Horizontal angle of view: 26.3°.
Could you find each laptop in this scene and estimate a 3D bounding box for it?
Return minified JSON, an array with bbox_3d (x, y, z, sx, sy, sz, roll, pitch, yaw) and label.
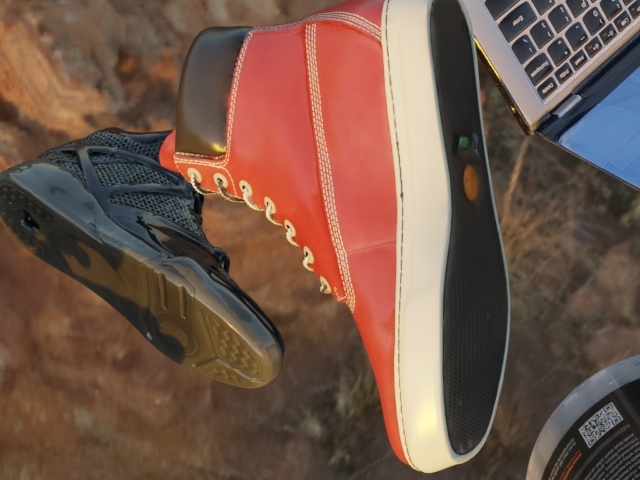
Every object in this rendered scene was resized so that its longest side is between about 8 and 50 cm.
[{"bbox_3d":[0.332,-0.247,1.126,0.382,0.236,0.408,-41,109,-21],"label":"laptop"}]

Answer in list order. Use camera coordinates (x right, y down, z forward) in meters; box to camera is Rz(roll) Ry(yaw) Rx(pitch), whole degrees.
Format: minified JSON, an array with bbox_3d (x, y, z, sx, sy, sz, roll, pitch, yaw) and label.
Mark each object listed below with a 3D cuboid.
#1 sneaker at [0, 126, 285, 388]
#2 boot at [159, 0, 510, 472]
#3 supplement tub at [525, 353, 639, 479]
[{"bbox_3d":[-0.092,-0.002,0.901,0.227,0.087,0.130,34,51,22],"label":"sneaker"},{"bbox_3d":[0.000,0.000,0.719,0.176,0.088,0.244,-7,88,28],"label":"boot"},{"bbox_3d":[0.233,0.197,0.746,0.194,0.193,0.316,11,15,-6],"label":"supplement tub"}]
